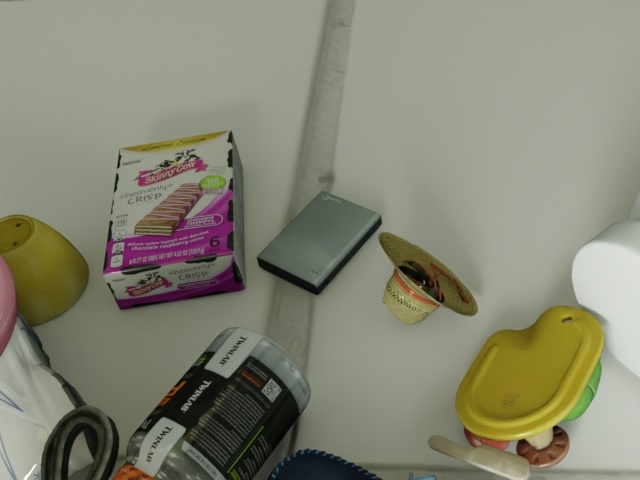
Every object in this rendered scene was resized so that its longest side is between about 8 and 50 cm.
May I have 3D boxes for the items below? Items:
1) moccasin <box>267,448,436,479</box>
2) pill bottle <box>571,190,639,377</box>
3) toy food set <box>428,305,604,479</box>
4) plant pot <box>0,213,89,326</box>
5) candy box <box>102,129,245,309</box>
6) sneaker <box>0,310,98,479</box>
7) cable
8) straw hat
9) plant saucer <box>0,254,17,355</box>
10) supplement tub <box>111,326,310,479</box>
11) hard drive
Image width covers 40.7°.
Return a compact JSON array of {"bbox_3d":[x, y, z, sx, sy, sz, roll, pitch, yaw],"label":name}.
[{"bbox_3d":[0.090,0.267,0.714,0.342,0.117,0.138,26,56,31],"label":"moccasin"},{"bbox_3d":[0.445,-0.015,0.853,0.362,0.210,0.210,-31,48,-16],"label":"pill bottle"},{"bbox_3d":[0.205,0.160,0.841,0.128,0.071,0.218,0,39,45],"label":"toy food set"},{"bbox_3d":[-0.363,0.025,1.053,0.134,0.095,0.134,-5,46,5],"label":"plant pot"},{"bbox_3d":[-0.180,-0.032,1.091,0.159,0.071,0.233,-10,45,2],"label":"candy box"},{"bbox_3d":[-0.346,0.154,0.920,0.129,0.111,0.297,-36,49,-16],"label":"sneaker"},{"bbox_3d":[-0.252,0.286,0.753,0.139,0.072,0.287,21,73,25],"label":"cable"},{"bbox_3d":[0.102,0.058,0.948,0.061,0.144,0.144,-51,44,18],"label":"straw hat"},{"bbox_3d":[-0.462,0.101,0.830,0.332,0.084,0.332,1,35,-1],"label":"plant saucer"},{"bbox_3d":[-0.105,0.186,0.831,0.117,0.117,0.190,21,53,28],"label":"supplement tub"},{"bbox_3d":[0.000,0.000,1.059,0.094,0.022,0.135,24,54,30],"label":"hard drive"}]
